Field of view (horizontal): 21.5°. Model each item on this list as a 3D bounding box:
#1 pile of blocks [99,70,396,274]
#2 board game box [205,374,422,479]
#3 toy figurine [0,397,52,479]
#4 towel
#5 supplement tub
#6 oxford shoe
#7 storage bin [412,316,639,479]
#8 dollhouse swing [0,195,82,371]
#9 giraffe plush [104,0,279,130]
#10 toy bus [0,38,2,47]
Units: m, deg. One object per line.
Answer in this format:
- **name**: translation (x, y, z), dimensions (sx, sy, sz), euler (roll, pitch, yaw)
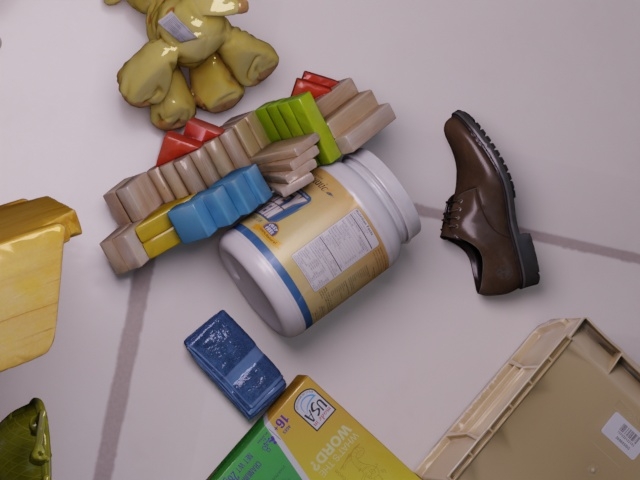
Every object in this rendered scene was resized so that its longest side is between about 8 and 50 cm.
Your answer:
- **pile of blocks**: translation (-0.095, -0.097, 1.889), dimensions (0.362, 0.149, 0.112), euler (-32, 106, -13)
- **board game box**: translation (0.017, 0.347, 1.933), dimensions (0.316, 0.064, 0.242), euler (42, 78, -7)
- **toy figurine**: translation (-0.387, 0.355, 1.784), dimensions (0.217, 0.191, 0.362), euler (-4, 85, -8)
- **towel**: translation (-0.097, 0.142, 1.940), dimensions (0.067, 0.029, 0.119), euler (-42, 95, -13)
- **supplement tub**: translation (0.000, 0.000, 1.915), dimensions (0.200, 0.144, 0.144), euler (-37, 94, -13)
- **oxford shoe**: translation (0.182, -0.042, 1.993), dimensions (0.096, 0.083, 0.227), euler (-18, 89, -9)
- **storage bin**: translation (0.298, 0.266, 1.975), dimensions (0.262, 0.123, 0.260), euler (43, 77, -6)
- **dollhouse swing**: translation (-0.368, 0.152, 1.723), dimensions (0.315, 0.347, 0.305), euler (-19, 99, -14)
- **giraffe plush**: translation (-0.166, -0.255, 1.901), dimensions (0.181, 0.210, 0.170), euler (-24, 59, -4)
- **toy bus**: translation (-0.411, -0.336, 1.864), dimensions (0.191, 0.202, 0.104), euler (24, 50, -3)
